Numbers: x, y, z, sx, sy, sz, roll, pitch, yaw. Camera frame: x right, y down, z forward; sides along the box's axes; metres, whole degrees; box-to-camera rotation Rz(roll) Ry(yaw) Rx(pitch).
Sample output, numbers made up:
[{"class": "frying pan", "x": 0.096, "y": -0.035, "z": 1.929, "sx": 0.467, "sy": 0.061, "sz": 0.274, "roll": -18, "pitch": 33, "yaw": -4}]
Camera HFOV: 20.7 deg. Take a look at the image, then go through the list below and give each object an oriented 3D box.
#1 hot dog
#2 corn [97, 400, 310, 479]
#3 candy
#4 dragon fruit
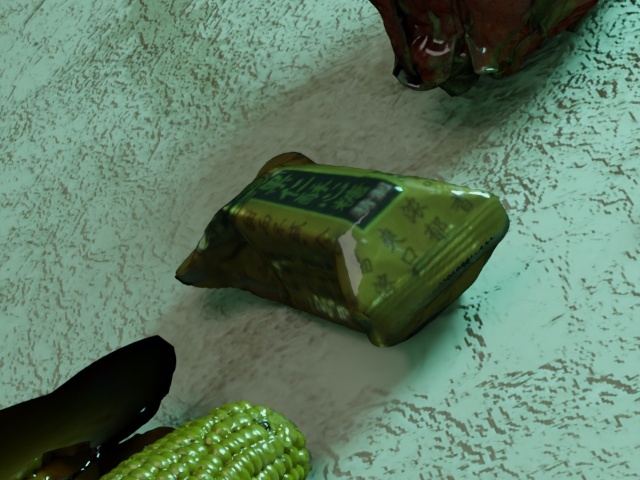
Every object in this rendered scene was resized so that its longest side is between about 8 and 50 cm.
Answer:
[{"class": "hot dog", "x": -0.214, "y": 0.205, "z": 1.142, "sx": 0.326, "sy": 0.107, "sz": 0.194, "roll": -27, "pitch": 21, "yaw": 2}, {"class": "corn", "x": -0.114, "y": 0.182, "z": 1.038, "sx": 0.106, "sy": 0.106, "sz": 0.293, "roll": -1, "pitch": 25, "yaw": 38}, {"class": "candy", "x": 0.000, "y": 0.000, "z": 1.221, "sx": 0.143, "sy": 0.101, "sz": 0.271, "roll": -42, "pitch": 30, "yaw": -20}, {"class": "dragon fruit", "x": 0.123, "y": -0.252, "z": 1.299, "sx": 0.244, "sy": 0.244, "sz": 0.298, "roll": 24, "pitch": 99, "yaw": 50}]
